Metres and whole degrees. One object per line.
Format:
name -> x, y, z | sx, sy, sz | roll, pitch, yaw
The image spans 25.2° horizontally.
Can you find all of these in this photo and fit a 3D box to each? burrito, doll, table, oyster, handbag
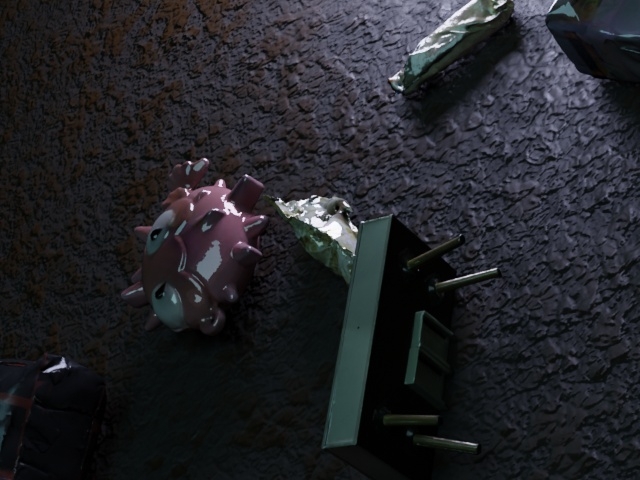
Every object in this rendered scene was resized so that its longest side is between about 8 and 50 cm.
burrito -> 0.146, -0.223, 1.606 | 0.171, 0.042, 0.051 | -37, 42, 11
doll -> -0.142, 0.008, 1.657 | 0.211, 0.093, 0.262 | -31, 47, 26
table -> 0.097, 0.103, 1.356 | 0.111, 0.121, 0.240 | -13, 55, 35
oyster -> 0.000, -0.004, 1.559 | 0.200, 0.106, 0.061 | -114, 30, -61
handbag -> -0.351, 0.239, 1.633 | 0.169, 0.155, 0.215 | -13, 56, 44

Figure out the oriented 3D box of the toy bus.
toy bus -> 0.355, -0.311, 1.435 | 0.138, 0.112, 0.317 | 21, 77, 43
